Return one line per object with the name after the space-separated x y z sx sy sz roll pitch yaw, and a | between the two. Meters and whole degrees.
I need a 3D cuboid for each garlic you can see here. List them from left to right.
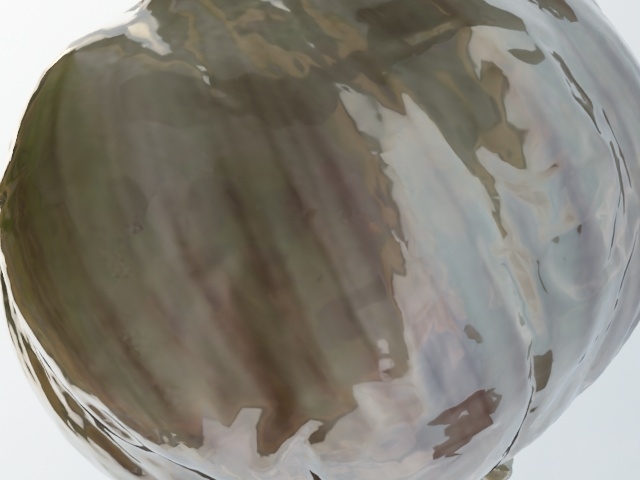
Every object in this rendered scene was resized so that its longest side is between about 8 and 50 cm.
0.000 0.000 0.583 0.317 0.317 0.259 -23 -72 43 | garlic
